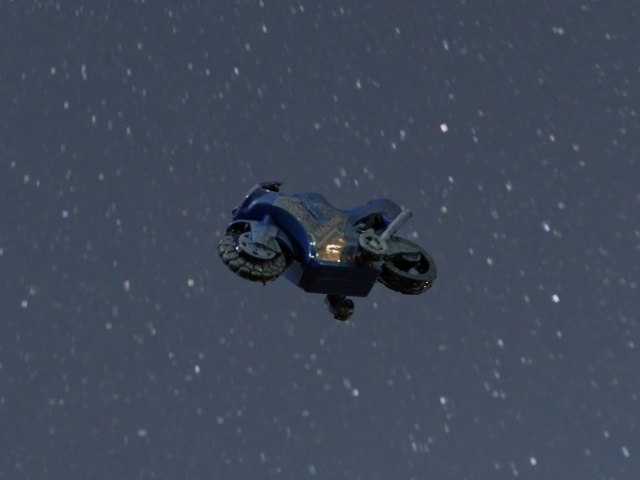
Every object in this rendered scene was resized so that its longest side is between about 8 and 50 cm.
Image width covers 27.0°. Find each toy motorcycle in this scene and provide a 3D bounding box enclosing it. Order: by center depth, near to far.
[{"bbox_3d":[0.000,0.000,1.094,0.205,0.114,0.076,4,-51,-32],"label":"toy motorcycle"}]
